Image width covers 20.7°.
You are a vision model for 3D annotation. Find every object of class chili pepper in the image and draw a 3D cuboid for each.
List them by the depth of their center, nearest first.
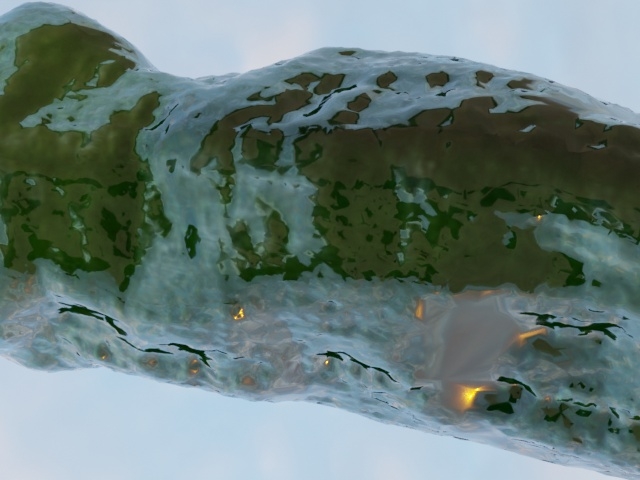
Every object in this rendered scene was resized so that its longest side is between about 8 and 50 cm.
[{"bbox_3d":[0.000,0.000,0.464,0.136,0.270,0.099,60,-138,-75],"label":"chili pepper"}]
